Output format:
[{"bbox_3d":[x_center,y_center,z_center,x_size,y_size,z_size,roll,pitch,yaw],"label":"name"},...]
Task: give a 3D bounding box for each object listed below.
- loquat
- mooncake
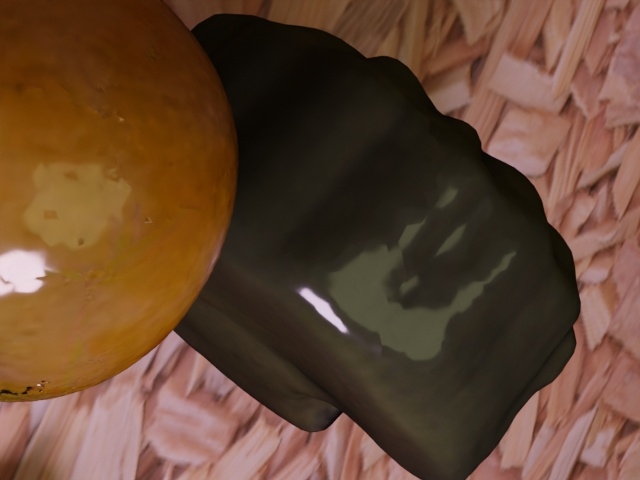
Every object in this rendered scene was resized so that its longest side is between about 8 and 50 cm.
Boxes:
[{"bbox_3d":[-0.168,-0.041,0.936,0.263,0.263,0.263,-22,126,-34],"label":"loquat"},{"bbox_3d":[0.000,0.000,1.189,0.187,0.351,0.351,-50,137,-13],"label":"mooncake"}]
